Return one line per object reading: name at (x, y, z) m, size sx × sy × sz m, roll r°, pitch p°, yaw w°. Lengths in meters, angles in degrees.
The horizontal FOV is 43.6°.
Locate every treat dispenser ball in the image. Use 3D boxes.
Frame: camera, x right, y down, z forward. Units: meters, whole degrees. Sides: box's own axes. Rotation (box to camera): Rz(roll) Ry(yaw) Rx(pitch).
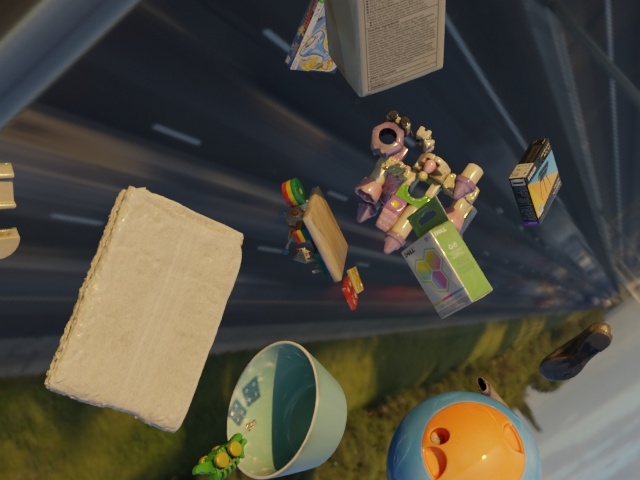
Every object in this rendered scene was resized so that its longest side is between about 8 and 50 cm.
treat dispenser ball at (0.267, 0.429, 1.502) m, size 0.288 × 0.288 × 0.288 m, roll -32°, pitch 164°, yaw -11°

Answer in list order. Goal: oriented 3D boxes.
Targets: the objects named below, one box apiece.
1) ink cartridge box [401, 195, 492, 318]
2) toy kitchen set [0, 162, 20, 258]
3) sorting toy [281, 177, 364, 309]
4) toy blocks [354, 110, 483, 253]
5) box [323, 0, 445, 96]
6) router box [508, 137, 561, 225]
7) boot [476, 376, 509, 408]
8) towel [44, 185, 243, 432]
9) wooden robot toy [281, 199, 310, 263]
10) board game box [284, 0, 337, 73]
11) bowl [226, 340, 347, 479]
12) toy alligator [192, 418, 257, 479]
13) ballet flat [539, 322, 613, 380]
ink cartridge box at (0.224, 0.033, 1.520) m, size 0.062 × 0.209 × 0.109 m, roll -24°, pitch 170°, yaw -33°
toy kitchen set at (-0.663, -0.055, 1.446) m, size 0.207 × 0.122 × 0.166 m, roll -6°, pitch 109°, yaw -26°
sorting toy at (0.000, 0.000, 1.406) m, size 0.046 × 0.274 × 0.132 m, roll -20°, pitch -157°, yaw 17°
toy blocks at (0.208, -0.084, 1.924) m, size 0.260 × 0.288 × 0.309 m, roll -53°, pitch 164°, yaw -14°
box at (0.084, -0.367, 1.093) m, size 0.148 × 0.121 × 0.311 m, roll -21°, pitch 142°, yaw -12°
router box at (0.508, -0.139, 1.881) m, size 0.046 × 0.133 × 0.179 m, roll -2°, pitch -145°, yaw 38°
boot at (0.446, 0.410, 2.082) m, size 0.042 × 0.118 × 0.087 m, roll -39°, pitch 124°, yaw 4°
towel at (-0.219, 0.085, 1.029) m, size 0.049 × 0.187 × 0.282 m, roll -6°, pitch -119°, yaw 59°
wooden robot toy at (-0.041, -0.045, 1.591) m, size 0.076 × 0.173 × 0.079 m, roll -4°, pitch 148°, yaw -1°
board game box at (0.012, -0.491, 1.883) m, size 0.136 × 0.035 × 0.201 m, roll -4°, pitch 136°, yaw -36°
bowl at (-0.058, 0.404, 1.842) m, size 0.163 × 0.311 × 0.311 m, roll 27°, pitch 121°, yaw -38°
toy alligator at (-0.167, 0.401, 1.495) m, size 0.056 × 0.051 × 0.189 m, roll -25°, pitch -177°, yaw 36°
ballet flat at (0.629, 0.272, 1.969) m, size 0.250 × 0.084 × 0.058 m, roll -57°, pitch -176°, yaw 47°
